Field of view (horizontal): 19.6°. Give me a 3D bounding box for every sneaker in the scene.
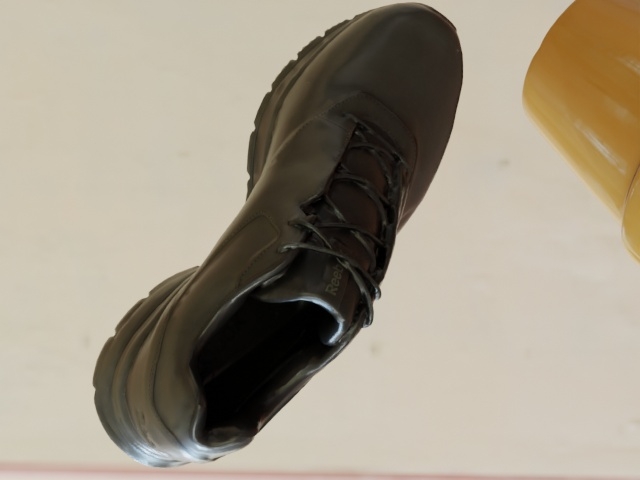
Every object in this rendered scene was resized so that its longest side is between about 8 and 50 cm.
[{"bbox_3d":[0.000,0.000,0.957,0.286,0.109,0.130,-60,20,-11],"label":"sneaker"}]

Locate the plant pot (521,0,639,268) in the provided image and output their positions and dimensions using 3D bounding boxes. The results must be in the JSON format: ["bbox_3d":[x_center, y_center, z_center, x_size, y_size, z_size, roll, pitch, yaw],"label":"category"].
[{"bbox_3d":[0.254,-0.088,1.334,0.188,0.205,0.205,40,149,29],"label":"plant pot"}]
